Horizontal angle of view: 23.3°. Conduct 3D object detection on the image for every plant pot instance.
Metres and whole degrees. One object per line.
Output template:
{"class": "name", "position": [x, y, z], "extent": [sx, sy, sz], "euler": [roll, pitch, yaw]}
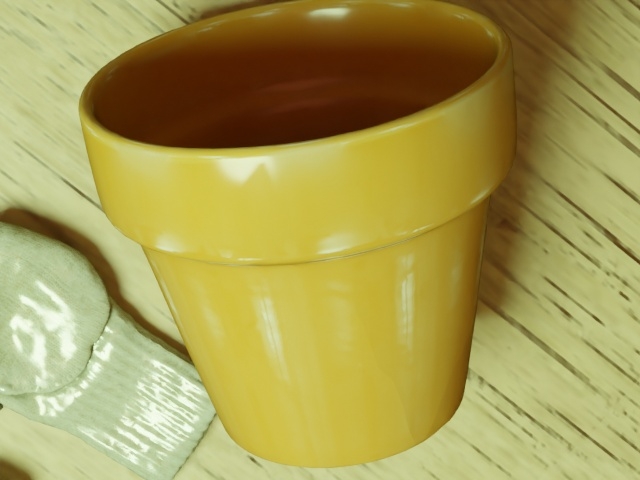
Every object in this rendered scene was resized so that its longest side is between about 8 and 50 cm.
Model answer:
{"class": "plant pot", "position": [0.000, 0.000, 0.766], "extent": [0.205, 0.205, 0.188], "euler": [-8, 116, 2]}

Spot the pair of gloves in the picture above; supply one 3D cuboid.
{"class": "pair of gloves", "position": [-0.194, 0.108, 0.852], "extent": [0.204, 0.042, 0.240], "euler": [41, 97, -6]}
